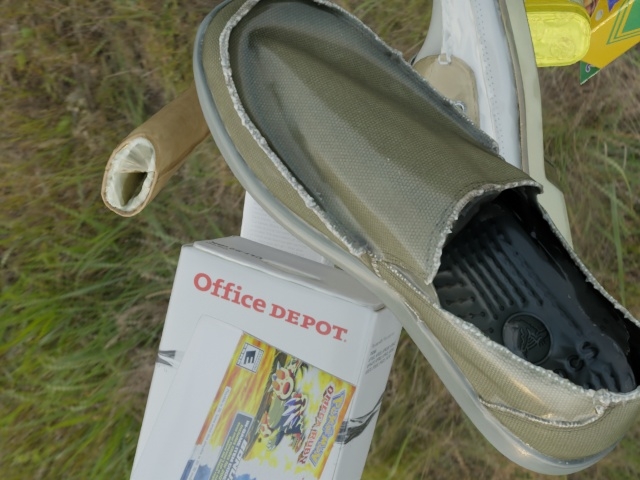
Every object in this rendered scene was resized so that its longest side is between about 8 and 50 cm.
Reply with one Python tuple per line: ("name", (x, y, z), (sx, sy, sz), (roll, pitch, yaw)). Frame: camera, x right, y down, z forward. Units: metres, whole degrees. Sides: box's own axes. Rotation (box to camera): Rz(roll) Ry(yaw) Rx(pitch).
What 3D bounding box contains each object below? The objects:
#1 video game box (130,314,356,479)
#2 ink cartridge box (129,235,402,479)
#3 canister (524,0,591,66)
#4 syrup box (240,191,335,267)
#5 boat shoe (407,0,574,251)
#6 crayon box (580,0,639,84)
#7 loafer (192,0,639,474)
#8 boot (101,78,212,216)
("video game box", (-0.065, 0.178, 0.774), (0.048, 0.187, 0.205), (18, 81, 30))
("ink cartridge box", (-0.051, 0.151, 0.972), (0.197, 0.114, 0.272), (18, 103, 18))
("canister", (0.252, -0.283, 1.225), (0.126, 0.170, 0.073), (0, 133, 9))
("syrup box", (-0.030, -0.010, 1.105), (0.096, 0.093, 0.237), (14, 118, 7))
("boat shoe", (0.093, -0.087, 0.672), (0.103, 0.113, 0.302), (-11, 97, 12))
("crayon box", (0.473, -0.408, 1.578), (0.083, 0.203, 0.323), (17, 152, -20))
("loafer", (0.049, -0.018, 0.421), (0.251, 0.087, 0.094), (46, 66, 5))
("boot", (-0.155, -0.176, 1.301), (0.089, 0.269, 0.236), (30, 129, 6))
